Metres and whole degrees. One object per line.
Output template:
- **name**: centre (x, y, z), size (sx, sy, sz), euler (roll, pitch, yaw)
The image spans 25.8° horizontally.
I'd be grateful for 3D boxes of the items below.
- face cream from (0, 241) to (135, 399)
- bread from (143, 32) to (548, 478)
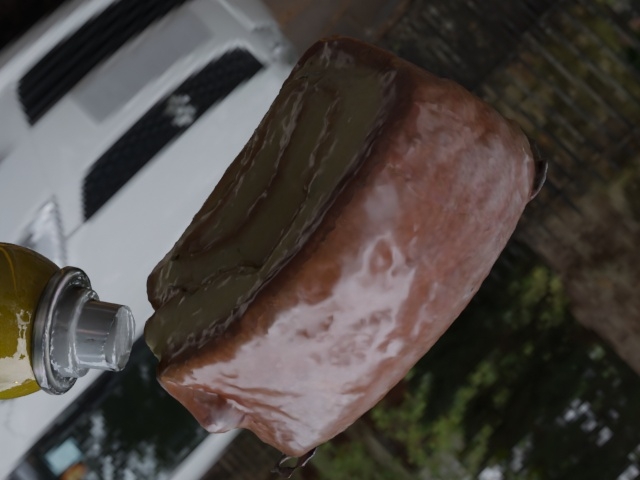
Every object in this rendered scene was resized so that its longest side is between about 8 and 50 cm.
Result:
- **face cream**: centre (-0.293, 0.042, 0.926), size (0.105, 0.349, 0.105), euler (8, 90, -78)
- **bread**: centre (0.005, 0.004, 0.757), size (0.244, 0.123, 0.190), euler (-59, -151, -4)
